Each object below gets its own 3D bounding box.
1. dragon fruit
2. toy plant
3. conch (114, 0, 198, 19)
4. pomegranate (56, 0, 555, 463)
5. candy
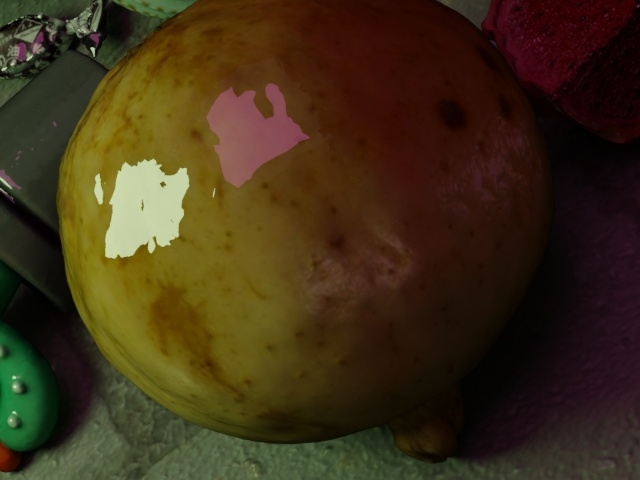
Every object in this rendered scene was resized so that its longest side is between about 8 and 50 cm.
[{"bbox_3d":[0.243,-0.194,1.347,0.274,0.126,0.161,-47,45,-13],"label":"dragon fruit"},{"bbox_3d":[-0.299,0.027,1.454,0.400,0.279,0.185,-49,17,-11],"label":"toy plant"},{"bbox_3d":[-0.112,-0.375,1.550,0.303,0.215,0.319,-19,60,5],"label":"conch"},{"bbox_3d":[0.000,0.000,1.246,0.410,0.410,0.410,-11,62,21],"label":"pomegranate"},{"bbox_3d":[-0.304,-0.183,1.644,0.226,0.051,0.094,-26,68,15],"label":"candy"}]
